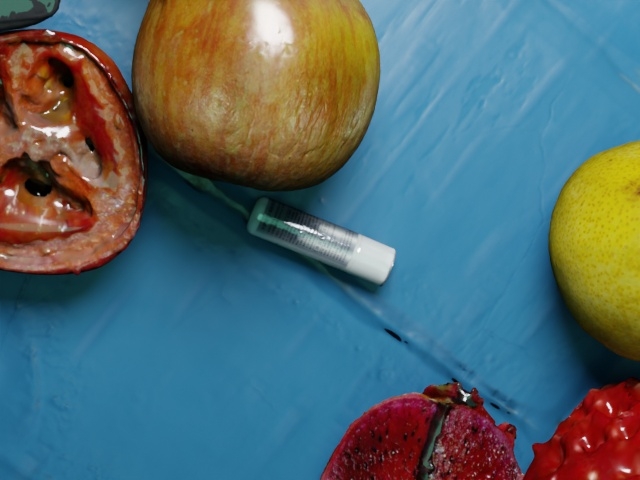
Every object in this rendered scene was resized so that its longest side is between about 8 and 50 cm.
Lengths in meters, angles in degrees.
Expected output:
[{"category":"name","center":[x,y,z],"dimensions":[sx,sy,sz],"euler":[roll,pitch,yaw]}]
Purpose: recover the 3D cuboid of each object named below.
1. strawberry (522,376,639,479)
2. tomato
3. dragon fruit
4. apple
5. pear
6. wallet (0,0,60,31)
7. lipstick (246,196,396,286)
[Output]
[{"category":"strawberry","center":[0.346,0.280,0.957],"dimensions":[0.295,0.345,0.317],"euler":[-14,93,-14]},{"category":"tomato","center":[-0.253,-0.081,0.993],"dimensions":[0.228,0.101,0.228],"euler":[-1,110,-2]},{"category":"dragon fruit","center":[0.089,0.249,1.049],"dimensions":[0.189,0.163,0.261],"euler":[17,94,23]},{"category":"apple","center":[-0.054,-0.142,0.946],"dimensions":[0.211,0.211,0.187],"euler":[13,103,-5]},{"category":"pear","center":[0.306,0.011,0.997],"dimensions":[0.209,0.209,0.208],"euler":[-1,98,-4]},{"category":"wallet","center":[-0.339,-0.231,0.893],"dimensions":[0.250,0.044,0.149],"euler":[-11,103,-9]},{"category":"lipstick","center":[0.000,0.000,1.055],"dimensions":[0.141,0.040,0.040],"euler":[23,96,-6]}]
